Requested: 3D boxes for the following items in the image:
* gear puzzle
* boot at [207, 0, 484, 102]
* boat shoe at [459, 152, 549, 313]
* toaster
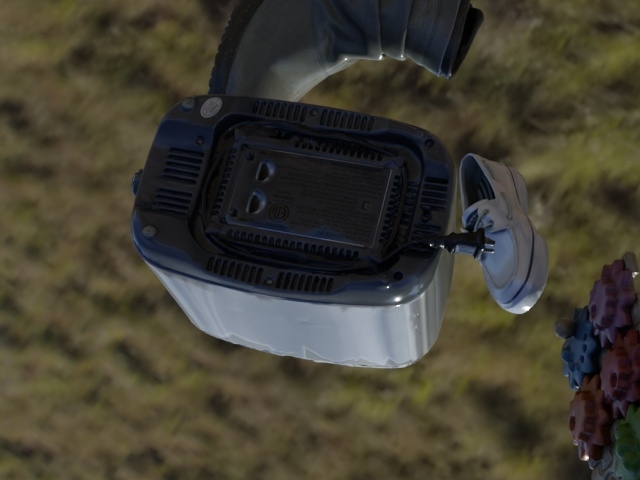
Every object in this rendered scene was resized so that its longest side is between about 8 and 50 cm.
[{"bbox_3d":[0.270,0.188,1.526,0.044,0.339,0.175,7,143,-13],"label":"gear puzzle"},{"bbox_3d":[0.023,-0.140,1.150,0.161,0.246,0.083,15,166,13],"label":"boot"},{"bbox_3d":[0.183,-0.010,1.750,0.076,0.226,0.083,27,118,-21],"label":"boat shoe"},{"bbox_3d":[0.000,0.000,1.015,0.227,0.129,0.146,8,157,11],"label":"toaster"}]
